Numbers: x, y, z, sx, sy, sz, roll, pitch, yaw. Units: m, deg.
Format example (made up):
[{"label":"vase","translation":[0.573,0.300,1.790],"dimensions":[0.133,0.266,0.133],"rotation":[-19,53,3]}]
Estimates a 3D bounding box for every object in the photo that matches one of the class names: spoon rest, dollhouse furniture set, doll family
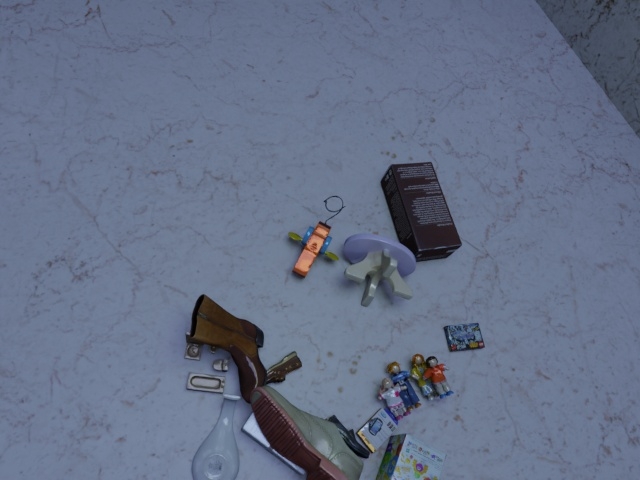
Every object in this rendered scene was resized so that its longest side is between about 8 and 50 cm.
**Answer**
[{"label":"spoon rest","translation":[-0.294,0.598,1.427],"dimensions":[0.137,0.084,0.276],"rotation":[14,76,-6]},{"label":"dollhouse furniture set","translation":[-0.356,0.379,1.476],"dimensions":[0.144,0.123,0.151],"rotation":[10,63,-10]},{"label":"doll family","translation":[0.306,0.478,1.621],"dimensions":[0.263,0.118,0.163],"rotation":[-23,82,-8]}]

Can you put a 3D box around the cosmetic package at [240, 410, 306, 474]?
[{"label":"cosmetic package","translation":[-0.118,0.595,1.459],"dimensions":[0.231,0.085,0.117],"rotation":[34,62,4]}]

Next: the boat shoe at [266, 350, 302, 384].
[{"label":"boat shoe","translation":[-0.135,0.429,1.543],"dimensions":[0.178,0.064,0.060],"rotation":[-31,74,-27]}]

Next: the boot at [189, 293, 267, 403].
[{"label":"boot","translation":[-0.273,0.326,1.431],"dimensions":[0.096,0.280,0.264],"rotation":[-18,51,26]}]

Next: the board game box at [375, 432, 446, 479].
[{"label":"board game box","translation":[0.250,0.751,1.446],"dimensions":[0.144,0.142,0.275],"rotation":[29,61,0]}]

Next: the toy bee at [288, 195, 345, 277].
[{"label":"toy bee","translation":[0.000,0.000,1.751],"dimensions":[0.298,0.162,0.195],"rotation":[-41,88,-2]}]

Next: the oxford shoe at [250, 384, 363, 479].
[{"label":"oxford shoe","translation":[-0.043,0.564,1.395],"dimensions":[0.397,0.140,0.146],"rotation":[47,40,7]}]

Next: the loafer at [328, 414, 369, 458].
[{"label":"loafer","translation":[0.090,0.622,1.514],"dimensions":[0.170,0.062,0.061],"rotation":[37,57,3]}]

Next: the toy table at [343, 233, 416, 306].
[{"label":"toy table","translation":[0.207,0.104,1.704],"dimensions":[0.274,0.252,0.161],"rotation":[12,46,1]}]

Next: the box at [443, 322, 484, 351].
[{"label":"box","translation":[0.531,0.358,1.769],"dimensions":[0.137,0.027,0.094],"rotation":[-2,67,-16]}]

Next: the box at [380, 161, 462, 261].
[{"label":"box","translation":[0.392,-0.115,1.896],"dimensions":[0.191,0.143,0.381],"rotation":[-6,65,-17]}]

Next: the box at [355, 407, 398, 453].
[{"label":"box","translation":[0.189,0.614,1.562],"dimensions":[0.136,0.028,0.081],"rotation":[-35,78,-28]}]
